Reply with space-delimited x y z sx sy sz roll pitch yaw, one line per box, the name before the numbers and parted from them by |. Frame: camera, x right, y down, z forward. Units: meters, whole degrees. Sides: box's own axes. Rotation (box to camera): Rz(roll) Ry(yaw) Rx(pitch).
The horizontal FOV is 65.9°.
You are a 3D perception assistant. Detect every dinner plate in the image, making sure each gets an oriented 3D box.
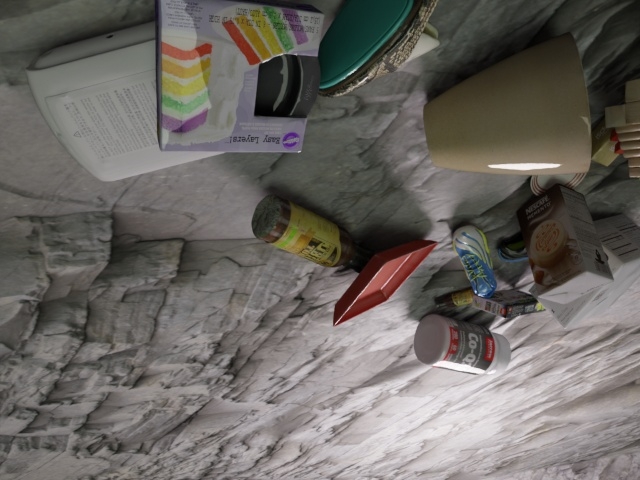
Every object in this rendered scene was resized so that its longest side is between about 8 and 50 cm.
dinner plate | 0.578 -0.163 1.200 0.141 0.017 0.141 -5 135 -5

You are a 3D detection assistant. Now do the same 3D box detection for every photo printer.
photo printer | -0.339 -0.244 0.895 0.307 0.107 0.256 -14 133 4

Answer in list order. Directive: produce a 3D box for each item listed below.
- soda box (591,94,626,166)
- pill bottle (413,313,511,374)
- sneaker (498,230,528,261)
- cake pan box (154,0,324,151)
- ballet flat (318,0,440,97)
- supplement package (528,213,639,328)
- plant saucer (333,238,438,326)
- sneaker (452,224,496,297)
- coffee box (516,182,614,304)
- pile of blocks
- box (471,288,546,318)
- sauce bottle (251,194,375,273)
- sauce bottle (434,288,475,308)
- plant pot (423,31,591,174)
soda box | 0.670 -0.257 1.096 0.061 0.058 0.181 14 129 -22
pill bottle | 0.452 0.336 1.563 0.283 0.161 0.161 16 129 -24
sneaker | 0.574 0.006 1.329 0.188 0.067 0.078 -15 141 9
cake pan box | -0.134 -0.267 0.814 0.266 0.070 0.246 -3 128 -24
ballet flat | 0.167 -0.420 0.795 0.181 0.164 0.483 5 132 -37
supplement package | 0.740 0.083 1.339 0.203 0.145 0.262 -12 138 -29
plant saucer | 0.159 0.098 1.286 0.259 0.048 0.259 -17 149 -48
sneaker | 0.425 0.066 1.319 0.091 0.126 0.240 -25 133 14
coffee box | 0.579 0.008 1.189 0.098 0.247 0.141 16 143 -22
pile of blocks | 0.703 -0.203 1.053 0.362 0.112 0.149 49 68 -26
box | 0.544 0.178 1.416 0.206 0.114 0.036 -1 103 -37
sauce bottle | 0.000 0.000 1.187 0.344 0.112 0.111 23 126 -36
sauce bottle | 0.409 0.179 1.485 0.128 0.042 0.042 -16 135 3
plant pot | 0.348 -0.234 0.959 0.273 0.257 0.257 -8 137 21
